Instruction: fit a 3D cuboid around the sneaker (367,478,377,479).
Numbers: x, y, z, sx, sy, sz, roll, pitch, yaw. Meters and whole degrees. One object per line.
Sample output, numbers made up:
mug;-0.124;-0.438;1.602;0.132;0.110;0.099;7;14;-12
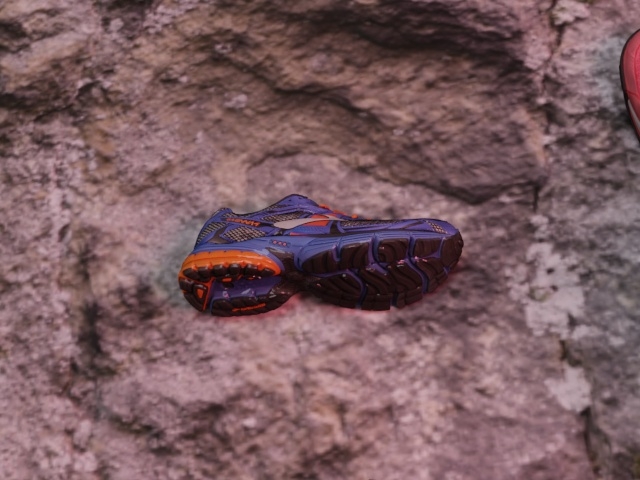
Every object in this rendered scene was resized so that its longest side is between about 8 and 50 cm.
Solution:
sneaker;0.054;0.286;0.812;0.123;0.106;0.290;-24;58;-5

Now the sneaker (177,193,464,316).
sneaker;0.000;0.000;1.032;0.221;0.083;0.087;-2;51;7

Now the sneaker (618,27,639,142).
sneaker;0.327;-0.073;0.967;0.116;0.136;0.314;-25;57;-4
